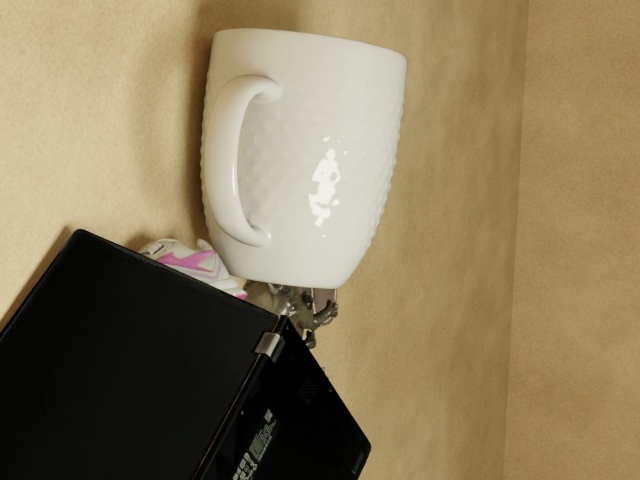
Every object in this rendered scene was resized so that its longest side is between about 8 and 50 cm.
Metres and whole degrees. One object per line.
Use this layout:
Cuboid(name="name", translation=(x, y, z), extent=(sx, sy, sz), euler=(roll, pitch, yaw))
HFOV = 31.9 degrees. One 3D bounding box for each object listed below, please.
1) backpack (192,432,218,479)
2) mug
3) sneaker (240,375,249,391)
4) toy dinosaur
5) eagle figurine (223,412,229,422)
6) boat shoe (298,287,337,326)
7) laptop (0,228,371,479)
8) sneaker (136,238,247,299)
Cuboid(name="backpack", translation=(-0.144, 0.425, 1.381), extent=(0.290, 0.355, 0.273), euler=(-29, 154, -56))
Cuboid(name="mug", translation=(-0.051, -0.107, 1.515), extent=(0.374, 0.276, 0.328), euler=(2, 95, -68))
Cuboid(name="sneaker", translation=(-0.138, 0.183, 1.629), extent=(0.209, 0.082, 0.069), euler=(56, 44, -56))
Cuboid(name="toy dinosaur", translation=(-0.063, 0.162, 1.771), extent=(0.160, 0.121, 0.313), euler=(-5, 113, -35))
Cuboid(name="eagle figurine", translation=(-0.059, 0.379, 1.678), extent=(0.298, 0.225, 0.226), euler=(39, 26, -57))
Cuboid(name="boat shoe", translation=(0.000, 0.000, 1.857), extent=(0.116, 0.097, 0.324), euler=(-35, 126, -58))
Cuboid(name="laptop", translation=(-0.182, 0.260, 1.267), extent=(0.408, 0.236, 0.382), euler=(59, 46, -37))
Cuboid(name="sneaker", translation=(-0.216, 0.060, 1.430), extent=(0.252, 0.103, 0.111), euler=(-7, 63, -50))
